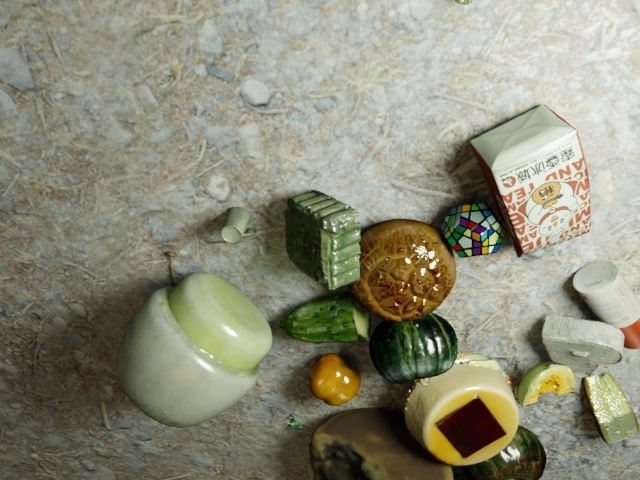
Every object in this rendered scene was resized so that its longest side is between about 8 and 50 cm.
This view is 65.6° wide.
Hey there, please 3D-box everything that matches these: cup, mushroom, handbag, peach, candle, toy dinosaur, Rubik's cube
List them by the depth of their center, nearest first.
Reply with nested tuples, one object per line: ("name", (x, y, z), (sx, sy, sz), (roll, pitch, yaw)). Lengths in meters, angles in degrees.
("handbag", (0.438, -0.095, 0.988), (0.171, 0.151, 0.298), (-26, 119, 14))
("Rubik's cube", (0.324, -0.023, 1.055), (0.112, 0.133, 0.133), (-36, 112, 19))
("mushroom", (0.181, 0.067, 1.118), (0.254, 0.153, 0.252), (2, 111, 4))
("cup", (-0.189, -0.027, 1.132), (0.055, 0.083, 0.074), (-25, 117, 18))
("candle", (0.609, 0.246, 1.187), (0.169, 0.068, 0.192), (28, 150, 2))
("peach", (0.035, 0.375, 1.331), (0.138, 0.138, 0.138), (3, 122, 4))
("toy dinosaur", (-0.071, 0.557, 1.517), (0.062, 0.021, 0.083), (22, 125, -16))

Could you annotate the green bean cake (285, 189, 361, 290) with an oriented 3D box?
("green bean cake", (0.000, 0.000, 1.068), (0.094, 0.173, 0.181), (-20, 126, -31))

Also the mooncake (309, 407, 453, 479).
("mooncake", (0.160, 0.677, 1.346), (0.394, 0.394, 0.246), (-1, 123, 7))

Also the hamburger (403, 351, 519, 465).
("hamburger", (0.363, 0.434, 1.286), (0.302, 0.170, 0.301), (-3, 112, -7))

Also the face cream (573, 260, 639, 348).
("face cream", (0.679, 0.150, 1.142), (0.096, 0.095, 0.214), (-35, 113, 24))

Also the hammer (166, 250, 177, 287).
("hammer", (-0.376, 0.078, 1.259), (0.029, 0.014, 0.122), (15, 125, 7))

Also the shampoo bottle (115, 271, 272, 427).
("shampoo bottle", (-0.300, 0.258, 1.172), (0.317, 0.322, 0.322), (-45, 109, 4))

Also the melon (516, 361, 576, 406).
("melon", (0.556, 0.342, 1.236), (0.160, 0.079, 0.128), (-7, 120, -16))

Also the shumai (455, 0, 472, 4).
("shumai", (0.246, -0.443, 0.839), (0.083, 0.082, 0.080), (21, 125, 18))

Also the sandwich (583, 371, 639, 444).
("sandwich", (0.782, 0.468, 1.333), (0.094, 0.096, 0.258), (-26, 118, 14))

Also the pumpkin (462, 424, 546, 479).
("pumpkin", (0.511, 0.615, 1.384), (0.238, 0.159, 0.237), (-8, 145, -6))

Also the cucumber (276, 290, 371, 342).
("cucumber", (0.000, 0.201, 1.238), (0.245, 0.134, 0.134), (-10, 120, 23))

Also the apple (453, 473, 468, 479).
("apple", (0.427, 0.878, 1.489), (0.339, 0.338, 0.304), (-25, 101, 20))

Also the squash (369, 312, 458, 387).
("squash", (0.224, 0.259, 1.196), (0.218, 0.172, 0.218), (1, 150, 1))
